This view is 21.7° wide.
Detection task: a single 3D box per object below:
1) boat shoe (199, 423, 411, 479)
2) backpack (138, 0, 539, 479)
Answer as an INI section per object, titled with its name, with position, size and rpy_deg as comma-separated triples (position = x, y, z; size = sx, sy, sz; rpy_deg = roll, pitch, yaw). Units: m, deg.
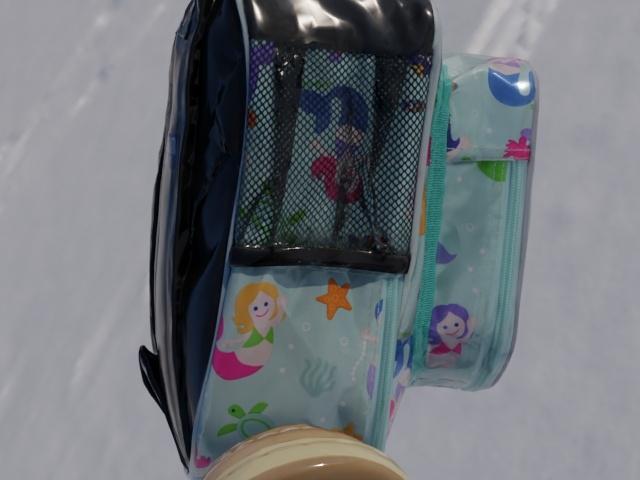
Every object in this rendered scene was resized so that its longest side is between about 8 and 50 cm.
[boat shoe]
position = -0.023, 0.195, 0.652
size = 0.110, 0.121, 0.341
rpy_deg = -110, 20, -54
[backpack]
position = 0.000, 0.000, 0.831
size = 0.225, 0.191, 0.253
rpy_deg = -144, 64, -81
